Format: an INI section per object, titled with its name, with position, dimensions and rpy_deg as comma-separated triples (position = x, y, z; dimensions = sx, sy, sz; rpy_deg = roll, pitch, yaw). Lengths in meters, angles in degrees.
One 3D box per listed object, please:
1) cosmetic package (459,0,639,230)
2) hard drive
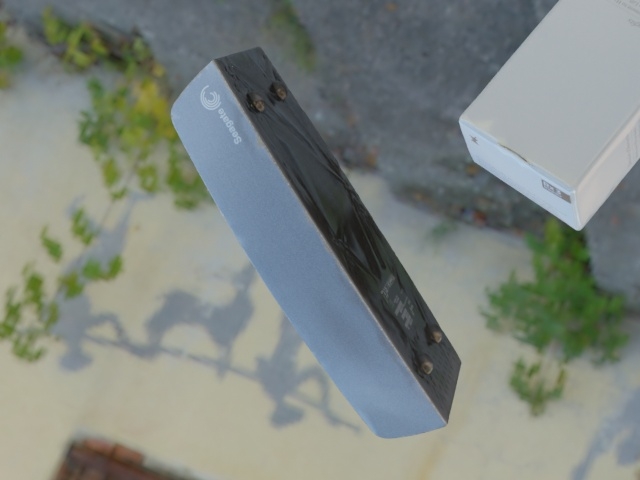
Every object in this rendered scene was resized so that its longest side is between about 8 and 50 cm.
[cosmetic package]
position = 0.229, -0.135, 1.289
dimensions = 0.117, 0.231, 0.085
rpy_deg = 37, 170, 26
[hard drive]
position = 0.000, 0.000, 1.007
dimensions = 0.255, 0.054, 0.172
rpy_deg = 57, -168, -4
